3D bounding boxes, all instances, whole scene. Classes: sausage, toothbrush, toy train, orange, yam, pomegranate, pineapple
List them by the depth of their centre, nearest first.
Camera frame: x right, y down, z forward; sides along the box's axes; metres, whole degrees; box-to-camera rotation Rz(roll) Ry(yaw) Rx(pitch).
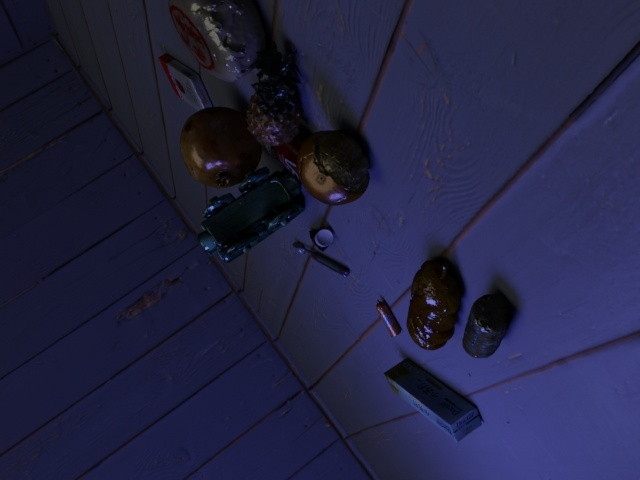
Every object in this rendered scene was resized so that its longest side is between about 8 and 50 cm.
[{"bbox_3d":[0.304,0.163,1.519,0.078,0.078,0.179,49,163,23],"label":"yam"},{"bbox_3d":[0.029,-0.148,1.636,0.156,0.134,0.157,11,124,16],"label":"orange"},{"bbox_3d":[-0.096,-0.299,1.707,0.128,0.128,0.248,51,161,17],"label":"pineapple"},{"bbox_3d":[0.171,0.195,2.096,0.107,0.031,0.031,62,164,-17],"label":"sausage"},{"bbox_3d":[-0.259,-0.236,2.122,0.215,0.215,0.215,50,164,20],"label":"pomegranate"},{"bbox_3d":[-0.182,-0.070,2.141,0.167,0.299,0.238,56,179,3],"label":"toy train"},{"bbox_3d":[-0.001,0.055,2.344,0.029,0.024,0.354,56,166,-25],"label":"toothbrush"}]

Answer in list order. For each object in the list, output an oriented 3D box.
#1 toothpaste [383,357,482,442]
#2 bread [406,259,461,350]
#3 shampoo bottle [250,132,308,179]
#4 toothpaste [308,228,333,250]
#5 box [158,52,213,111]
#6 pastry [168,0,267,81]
[{"bbox_3d":[0.280,0.400,2.084,0.313,0.089,0.071,31,146,59],"label":"toothpaste"},{"bbox_3d":[0.226,0.129,1.675,0.124,0.084,0.344,49,163,23],"label":"bread"},{"bbox_3d":[-0.052,-0.196,1.862,0.314,0.076,0.118,44,159,36],"label":"shampoo bottle"},{"bbox_3d":[0.000,0.000,2.196,0.071,0.045,0.193,56,171,-3],"label":"toothpaste"},{"bbox_3d":[-0.401,-0.465,2.459,0.245,0.035,0.139,39,158,46],"label":"box"},{"bbox_3d":[-0.213,-0.453,1.720,0.265,0.133,0.265,46,162,20],"label":"pastry"}]
